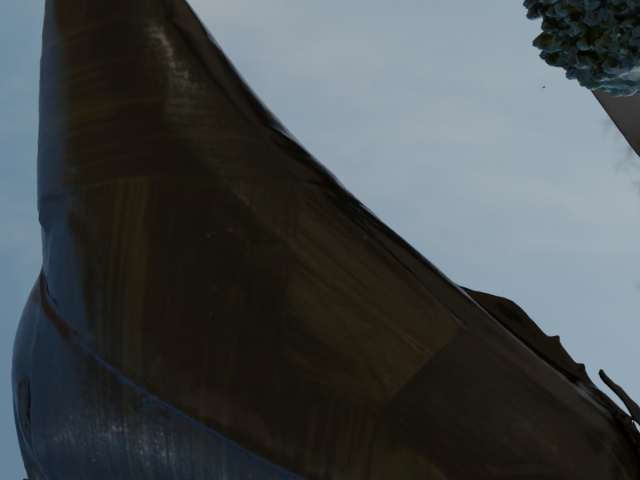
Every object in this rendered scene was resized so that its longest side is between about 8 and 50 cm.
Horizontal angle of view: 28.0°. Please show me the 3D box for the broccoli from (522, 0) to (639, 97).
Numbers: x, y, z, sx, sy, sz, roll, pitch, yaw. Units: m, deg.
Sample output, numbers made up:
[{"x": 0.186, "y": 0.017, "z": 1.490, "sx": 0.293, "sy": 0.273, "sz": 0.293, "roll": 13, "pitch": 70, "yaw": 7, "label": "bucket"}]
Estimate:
[{"x": 0.287, "y": -0.302, "z": 1.220, "sx": 0.272, "sy": 0.324, "sz": 0.334, "roll": -27, "pitch": -90, "yaw": -56, "label": "broccoli"}]

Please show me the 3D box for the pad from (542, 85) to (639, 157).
[{"x": 0.429, "y": -0.151, "z": 1.767, "sx": 0.315, "sy": 0.063, "sz": 0.375, "roll": 57, "pitch": -153, "yaw": 15, "label": "pad"}]

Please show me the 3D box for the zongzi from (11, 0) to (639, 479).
[{"x": 0.000, "y": 0.000, "z": 0.736, "sx": 0.404, "sy": 0.432, "sz": 0.208, "roll": 12, "pitch": -159, "yaw": 27, "label": "zongzi"}]
